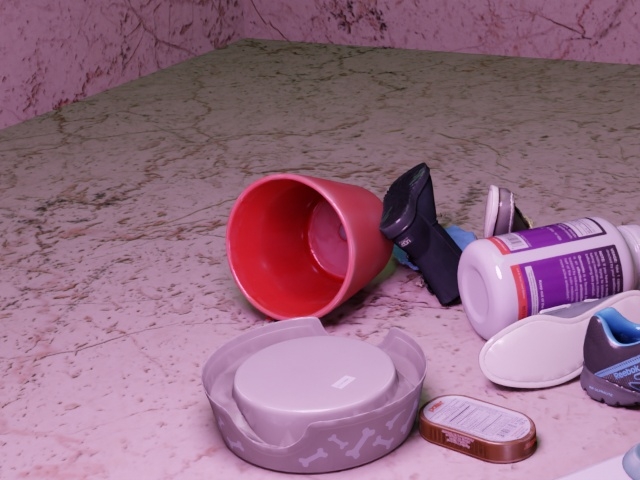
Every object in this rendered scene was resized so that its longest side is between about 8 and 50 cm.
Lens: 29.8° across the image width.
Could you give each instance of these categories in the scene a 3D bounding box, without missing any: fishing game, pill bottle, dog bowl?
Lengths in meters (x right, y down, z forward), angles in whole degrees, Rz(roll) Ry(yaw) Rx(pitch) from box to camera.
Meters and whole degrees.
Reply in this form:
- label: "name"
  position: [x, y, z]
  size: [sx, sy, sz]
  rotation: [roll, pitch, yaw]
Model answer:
- label: "fishing game"
  position: [0.235, 0.020, 2.427]
  size: [0.189, 0.041, 0.264]
  rotation: [-10, 30, -12]
- label: "pill bottle"
  position: [0.415, 0.061, 2.094]
  size: [0.322, 0.182, 0.181]
  rotation: [-11, 23, -16]
- label: "dog bowl"
  position: [-0.007, 0.235, 1.853]
  size: [0.348, 0.102, 0.349]
  rotation: [-4, 22, 2]

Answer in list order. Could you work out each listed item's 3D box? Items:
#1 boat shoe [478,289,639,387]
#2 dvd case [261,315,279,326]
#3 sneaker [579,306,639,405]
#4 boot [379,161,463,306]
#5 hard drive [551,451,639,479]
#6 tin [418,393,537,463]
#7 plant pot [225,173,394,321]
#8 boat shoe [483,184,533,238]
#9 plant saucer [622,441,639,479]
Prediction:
- label: "boat shoe"
  position: [0.396, 0.164, 1.968]
  size: [0.319, 0.116, 0.099]
  rotation: [-18, -2, -15]
- label: "dvd case"
  position: [-0.066, 0.160, 2.170]
  size: [0.087, 0.013, 0.119]
  rotation: [1, 21, 14]
- label: "sneaker"
  position: [0.542, 0.197, 1.784]
  size: [0.340, 0.140, 0.125]
  rotation: [11, 27, 34]
- label: "boot"
  position: [0.210, -0.011, 2.275]
  size: [0.094, 0.207, 0.246]
  rotation: [-30, 21, 27]
- label: "hard drive"
  position: [0.357, 0.366, 1.537]
  size: [0.307, 0.040, 0.203]
  rotation: [-14, 23, -24]
- label: "tin"
  position: [0.233, 0.277, 1.790]
  size: [0.189, 0.040, 0.106]
  rotation: [13, 23, 37]
- label: "plant pot"
  position: [0.000, 0.000, 2.240]
  size: [0.274, 0.275, 0.243]
  rotation: [9, 11, 30]
- label: "boat shoe"
  position: [0.347, -0.013, 2.211]
  size: [0.091, 0.305, 0.109]
  rotation: [5, 66, 10]
- label: "plant saucer"
  position: [0.466, 0.294, 1.611]
  size: [0.119, 0.021, 0.119]
  rotation: [-3, 22, 1]
